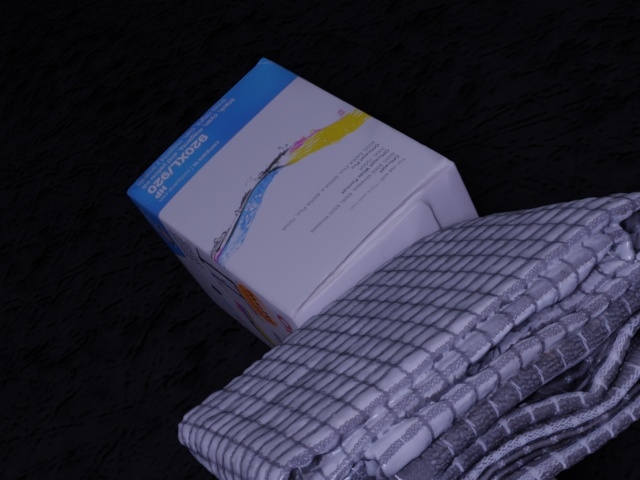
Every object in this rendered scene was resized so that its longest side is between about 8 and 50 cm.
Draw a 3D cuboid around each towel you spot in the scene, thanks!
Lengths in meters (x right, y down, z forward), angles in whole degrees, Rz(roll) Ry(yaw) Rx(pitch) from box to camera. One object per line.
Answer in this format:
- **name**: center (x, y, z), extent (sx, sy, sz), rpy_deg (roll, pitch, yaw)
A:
- **towel**: center (0.073, 0.093, 0.774), extent (0.283, 0.121, 0.235), rpy_deg (-37, 11, -18)

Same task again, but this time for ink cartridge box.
- **ink cartridge box**: center (0.000, 0.000, 1.009), extent (0.168, 0.171, 0.232), rpy_deg (-45, 46, -12)

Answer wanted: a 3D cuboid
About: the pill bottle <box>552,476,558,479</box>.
- **pill bottle**: center (0.053, 0.280, 0.747), extent (0.301, 0.169, 0.169), rpy_deg (-35, 45, -1)
